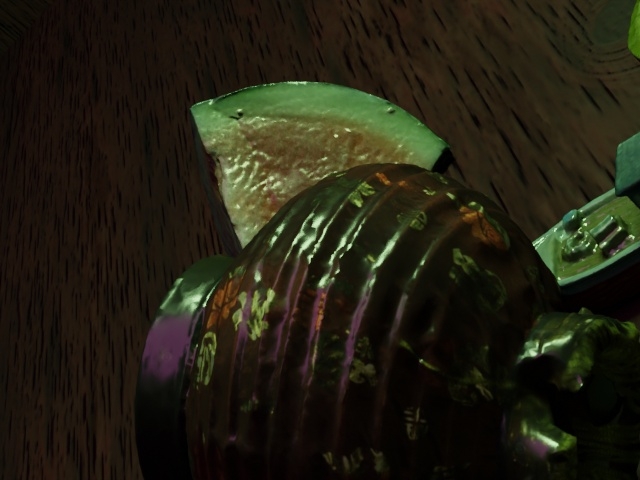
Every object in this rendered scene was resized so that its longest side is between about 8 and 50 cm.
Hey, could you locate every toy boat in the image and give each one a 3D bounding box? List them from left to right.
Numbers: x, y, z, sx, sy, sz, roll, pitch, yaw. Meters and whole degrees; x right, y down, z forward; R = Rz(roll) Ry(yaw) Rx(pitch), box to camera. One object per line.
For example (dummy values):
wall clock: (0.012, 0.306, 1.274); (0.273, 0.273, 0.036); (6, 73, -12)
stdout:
toy boat: (0.168, -0.013, 1.021); (0.173, 0.059, 0.069); (-35, 25, 32)

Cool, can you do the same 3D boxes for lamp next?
lamp: (0.037, 0.083, 0.896); (0.247, 0.247, 0.247); (-41, 22, 21)

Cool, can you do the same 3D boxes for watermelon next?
watermelon: (0.006, -0.010, 1.365); (0.207, 0.136, 0.202); (-9, 77, 20)

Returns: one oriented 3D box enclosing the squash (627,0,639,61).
squash: (0.244, -0.169, 0.955); (0.219, 0.041, 0.219); (-46, 12, 12)
